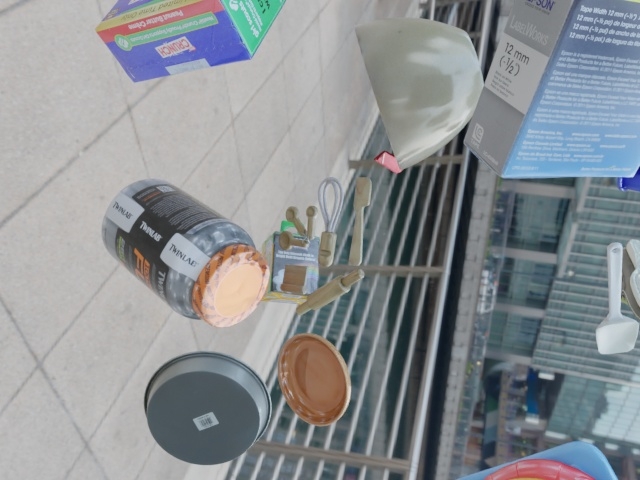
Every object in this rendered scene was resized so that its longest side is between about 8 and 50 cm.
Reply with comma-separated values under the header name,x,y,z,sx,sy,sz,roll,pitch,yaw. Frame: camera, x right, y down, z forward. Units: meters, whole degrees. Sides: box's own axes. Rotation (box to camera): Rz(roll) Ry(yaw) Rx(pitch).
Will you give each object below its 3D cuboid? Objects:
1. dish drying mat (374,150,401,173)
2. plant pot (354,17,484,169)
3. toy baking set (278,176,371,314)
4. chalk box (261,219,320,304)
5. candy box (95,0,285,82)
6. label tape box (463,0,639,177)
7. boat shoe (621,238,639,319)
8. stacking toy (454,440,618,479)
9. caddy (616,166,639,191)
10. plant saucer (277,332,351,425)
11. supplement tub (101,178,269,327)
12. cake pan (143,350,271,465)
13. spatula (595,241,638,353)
name,x,y,z,sx,sy,sz,roll,pitch,yaw
dish drying mat,0.148,-0.163,1.206,0.083,0.032,0.008,22,36,-45
plant pot,0.198,-0.299,1.093,0.284,0.191,0.284,-18,90,-80
toy baking set,0.001,0.007,0.965,0.030,0.256,0.196,2,66,-44
chalk box,-0.083,0.054,1.551,0.132,0.132,0.213,142,-46,-64
candy box,-0.186,-0.428,0.976,0.122,0.268,0.317,55,46,-45
label tape box,0.371,-0.256,0.763,0.115,0.249,0.347,-120,-145,-49
boat shoe,0.792,0.112,1.433,0.305,0.109,0.091,-57,173,-53
stacking toy,0.165,0.261,0.450,0.302,0.175,0.165,33,35,-59
caddy,0.731,-0.249,1.212,0.341,0.179,0.241,-55,145,-15
plant saucer,-0.010,0.294,1.238,0.037,0.200,0.199,-8,108,-48
supplement tub,-0.254,0.021,1.087,0.194,0.316,0.193,-29,134,-36
cake pan,-0.259,0.390,1.308,0.054,0.293,0.293,-94,-174,-70
spatula,0.449,0.072,0.761,0.242,0.168,0.019,62,22,-43
